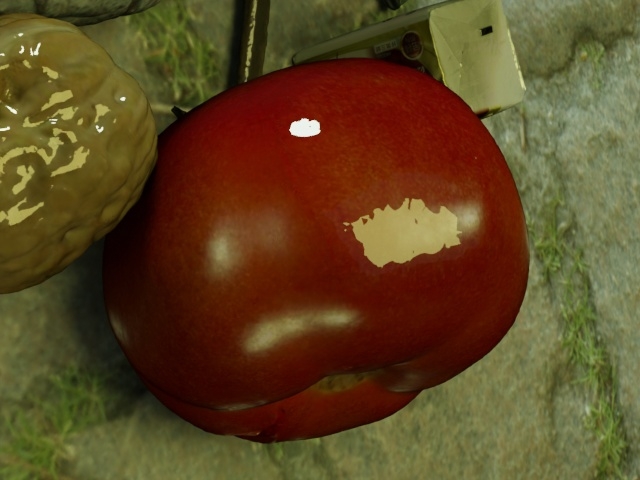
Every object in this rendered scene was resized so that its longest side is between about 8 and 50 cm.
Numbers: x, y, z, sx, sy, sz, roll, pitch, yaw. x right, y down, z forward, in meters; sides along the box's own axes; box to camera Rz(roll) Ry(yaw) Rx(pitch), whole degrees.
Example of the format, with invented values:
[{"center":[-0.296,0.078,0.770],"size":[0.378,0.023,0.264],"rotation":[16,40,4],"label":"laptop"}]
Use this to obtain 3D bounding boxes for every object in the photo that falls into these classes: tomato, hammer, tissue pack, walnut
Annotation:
[{"center":[0.000,0.000,0.779],"size":[0.298,0.298,0.226],"rotation":[14,53,-43],"label":"tomato"},{"center":[-0.052,-0.181,0.912],"size":[0.125,0.027,0.297],"rotation":[22,69,-46],"label":"hammer"},{"center":[0.072,-0.134,0.941],"size":[0.106,0.148,0.099],"rotation":[-24,100,-44],"label":"tissue pack"},{"center":[-0.189,-0.048,0.664],"size":[0.184,0.155,0.155],"rotation":[-44,115,-24],"label":"walnut"}]

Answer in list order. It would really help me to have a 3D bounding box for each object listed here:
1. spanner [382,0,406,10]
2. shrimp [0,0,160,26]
[{"center":[0.036,-0.368,1.028],"size":[0.093,0.026,0.326],"rotation":[-13,92,-46],"label":"spanner"},{"center":[-0.215,-0.198,0.690],"size":[0.343,0.116,0.145],"rotation":[-17,96,-52],"label":"shrimp"}]
